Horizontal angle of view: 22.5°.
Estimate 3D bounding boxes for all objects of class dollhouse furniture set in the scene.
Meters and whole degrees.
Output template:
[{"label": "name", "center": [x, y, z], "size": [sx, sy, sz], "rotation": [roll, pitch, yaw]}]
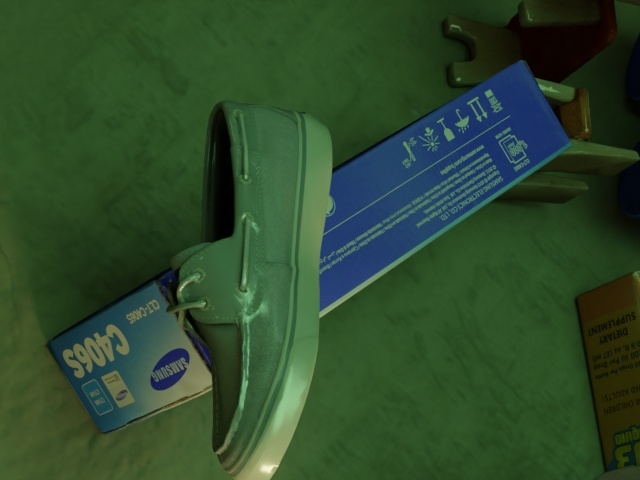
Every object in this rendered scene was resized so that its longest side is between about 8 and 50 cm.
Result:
[{"label": "dollhouse furniture set", "center": [0.206, -0.181, 1.213], "size": [0.135, 0.259, 0.262], "rotation": [3, 72, -22]}]

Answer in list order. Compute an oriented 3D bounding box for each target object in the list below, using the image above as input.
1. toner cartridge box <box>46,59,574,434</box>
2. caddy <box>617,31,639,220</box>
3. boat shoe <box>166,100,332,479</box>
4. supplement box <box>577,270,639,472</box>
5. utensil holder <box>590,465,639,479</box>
[{"label": "toner cartridge box", "center": [0.000, 0.000, 1.072], "size": [0.348, 0.165, 0.075], "rotation": [-32, 92, -36]}, {"label": "caddy", "center": [0.373, -0.121, 1.266], "size": [0.179, 0.341, 0.241], "rotation": [13, 66, -10]}, {"label": "boat shoe", "center": [-0.047, 0.024, 0.891], "size": [0.081, 0.079, 0.227], "rotation": [15, 61, -18]}, {"label": "supplement box", "center": [0.268, 0.144, 1.245], "size": [0.080, 0.078, 0.233], "rotation": [0, 72, -33]}, {"label": "utensil holder", "center": [0.310, 0.355, 1.025], "size": [0.385, 0.327, 0.327], "rotation": [25, 60, -11]}]
